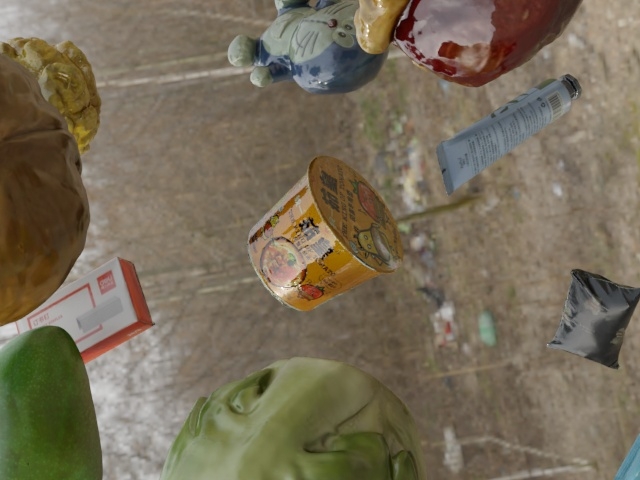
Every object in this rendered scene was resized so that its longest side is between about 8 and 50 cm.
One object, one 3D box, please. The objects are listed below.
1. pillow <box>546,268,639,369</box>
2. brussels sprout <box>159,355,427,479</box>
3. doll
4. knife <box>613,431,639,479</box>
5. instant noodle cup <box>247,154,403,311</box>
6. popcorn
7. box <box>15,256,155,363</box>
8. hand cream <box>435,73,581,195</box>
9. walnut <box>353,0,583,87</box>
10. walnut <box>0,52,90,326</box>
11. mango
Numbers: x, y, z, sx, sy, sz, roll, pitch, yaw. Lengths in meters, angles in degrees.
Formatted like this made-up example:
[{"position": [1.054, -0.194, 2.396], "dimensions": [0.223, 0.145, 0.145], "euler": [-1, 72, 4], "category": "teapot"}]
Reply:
[{"position": [0.337, 0.096, 1.247], "dimensions": [0.090, 0.048, 0.150], "euler": [30, 140, 27], "category": "pillow"}, {"position": [-0.016, 0.289, 0.996], "dimensions": [0.328, 0.247, 0.328], "euler": [-12, -76, -63], "category": "brussels sprout"}, {"position": [-0.006, -0.324, 1.681], "dimensions": [0.258, 0.228, 0.154], "euler": [17, 151, 52], "category": "doll"}, {"position": [0.357, 0.172, 1.042], "dimensions": [0.222, 0.031, 0.064], "euler": [-54, -7, -15], "category": "knife"}, {"position": [0.000, 0.000, 1.587], "dimensions": [0.215, 0.172, 0.216], "euler": [38, -149, -28], "category": "instant noodle cup"}, {"position": [-0.512, -0.257, 1.827], "dimensions": [0.190, 0.250, 0.250], "euler": [-143, 43, -84], "category": "popcorn"}, {"position": [-0.390, 0.132, 1.660], "dimensions": [0.050, 0.229, 0.123], "euler": [27, -141, -62], "category": "box"}, {"position": [0.282, -0.171, 1.527], "dimensions": [0.058, 0.271, 0.091], "euler": [36, 153, 46], "category": "hand cream"}, {"position": [0.160, -0.303, 1.092], "dimensions": [0.269, 0.243, 0.222], "euler": [-57, 36, 22], "category": "walnut"}, {"position": [-0.460, -0.058, 1.258], "dimensions": [0.354, 0.308, 0.398], "euler": [55, 143, -3], "category": "walnut"}, {"position": [-0.430, 0.315, 1.508], "dimensions": [0.201, 0.225, 0.382], "euler": [12, 93, 59], "category": "mango"}]
